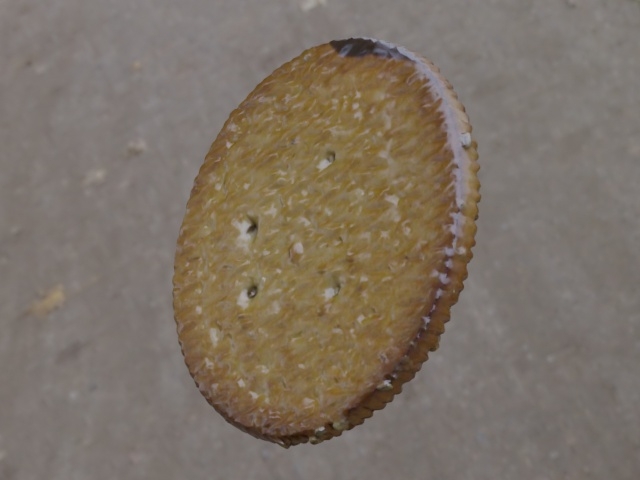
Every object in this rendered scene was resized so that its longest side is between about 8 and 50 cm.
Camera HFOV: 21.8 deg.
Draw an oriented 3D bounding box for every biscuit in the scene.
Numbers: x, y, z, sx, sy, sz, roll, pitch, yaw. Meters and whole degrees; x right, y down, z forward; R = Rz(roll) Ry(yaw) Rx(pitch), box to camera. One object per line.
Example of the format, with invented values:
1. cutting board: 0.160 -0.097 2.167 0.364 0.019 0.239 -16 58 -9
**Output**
1. biscuit: 0.000 0.000 1.195 0.305 0.038 0.305 -19 63 41
